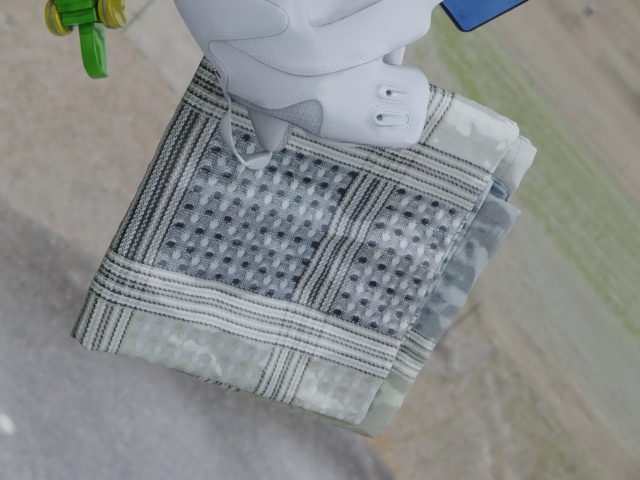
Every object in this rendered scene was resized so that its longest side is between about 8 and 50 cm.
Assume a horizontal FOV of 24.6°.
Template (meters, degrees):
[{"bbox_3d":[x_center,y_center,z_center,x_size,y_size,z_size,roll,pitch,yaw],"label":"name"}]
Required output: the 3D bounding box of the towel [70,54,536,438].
[{"bbox_3d":[0.000,0.000,1.193,0.324,0.312,0.056,21,13,-31],"label":"towel"}]

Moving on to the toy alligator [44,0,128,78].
[{"bbox_3d":[-0.181,-0.213,1.076,0.051,0.056,0.189,-60,139,-59],"label":"toy alligator"}]

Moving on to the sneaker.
[{"bbox_3d":[0.071,-0.187,1.022,0.137,0.366,0.210,-117,-170,-76],"label":"sneaker"}]

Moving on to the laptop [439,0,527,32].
[{"bbox_3d":[0.198,-0.330,1.134,0.382,0.236,0.408,47,-6,-33],"label":"laptop"}]
